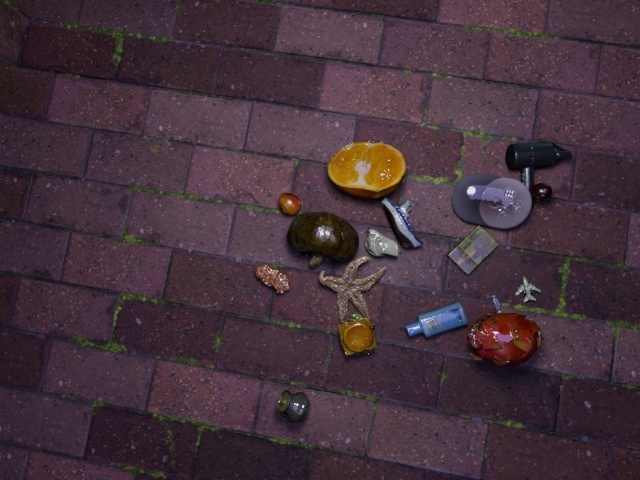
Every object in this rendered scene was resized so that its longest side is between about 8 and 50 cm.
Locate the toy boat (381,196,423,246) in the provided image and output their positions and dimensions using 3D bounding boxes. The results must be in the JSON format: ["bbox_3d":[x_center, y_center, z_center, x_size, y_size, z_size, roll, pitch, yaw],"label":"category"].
[{"bbox_3d":[0.368,-0.087,1.883,0.115,0.114,0.262,-24,84,-4],"label":"toy boat"}]

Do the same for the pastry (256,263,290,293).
[{"bbox_3d":[-0.207,0.165,1.922,0.169,0.063,0.087,37,97,1],"label":"pastry"}]

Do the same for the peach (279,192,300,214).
[{"bbox_3d":[-0.138,-0.168,1.926,0.101,0.101,0.100,0,85,3],"label":"peach"}]

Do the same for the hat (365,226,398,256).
[{"bbox_3d":[0.271,0.022,1.907,0.166,0.081,0.122,19,46,-9],"label":"hat"}]

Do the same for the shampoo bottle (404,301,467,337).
[{"bbox_3d":[0.497,0.356,1.859,0.259,0.061,0.103,-19,83,2],"label":"shampoo bottle"}]

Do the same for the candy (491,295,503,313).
[{"bbox_3d":[0.771,0.280,1.870,0.030,0.020,0.083,-15,82,2],"label":"candy"}]

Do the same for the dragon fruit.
[{"bbox_3d":[0.752,0.403,1.753,0.250,0.315,0.250,2,93,45],"label":"dragon fruit"}]

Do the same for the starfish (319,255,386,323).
[{"bbox_3d":[0.147,0.221,1.895,0.299,0.060,0.302,-4,98,-3],"label":"starfish"}]

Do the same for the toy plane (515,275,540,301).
[{"bbox_3d":[0.897,0.210,1.860,0.102,0.040,0.111,-12,86,13],"label":"toy plane"}]

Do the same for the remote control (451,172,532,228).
[{"bbox_3d":[0.741,-0.171,1.862,0.332,0.103,0.221,12,99,11],"label":"remote control"}]

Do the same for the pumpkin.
[{"bbox_3d":[0.000,0.000,1.843,0.325,0.232,0.242,10,88,8],"label":"pumpkin"}]

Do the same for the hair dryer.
[{"bbox_3d":[0.956,-0.279,1.882,0.244,0.116,0.302,-2,96,3],"label":"hair dryer"}]

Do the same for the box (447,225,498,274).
[{"bbox_3d":[0.672,0.043,1.894,0.193,0.030,0.121,-44,83,-2],"label":"box"}]

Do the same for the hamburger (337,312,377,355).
[{"bbox_3d":[0.158,0.405,1.851,0.164,0.093,0.189,-4,97,0],"label":"hamburger"}]

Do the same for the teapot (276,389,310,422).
[{"bbox_3d":[-0.127,0.714,1.832,0.119,0.130,0.166,34,119,-23],"label":"teapot"}]

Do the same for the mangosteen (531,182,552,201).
[{"bbox_3d":[0.937,-0.204,1.815,0.081,0.081,0.080,0,85,3],"label":"mangosteen"}]

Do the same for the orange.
[{"bbox_3d":[0.212,-0.301,1.846,0.310,0.274,0.274,-15,82,45],"label":"orange"}]
